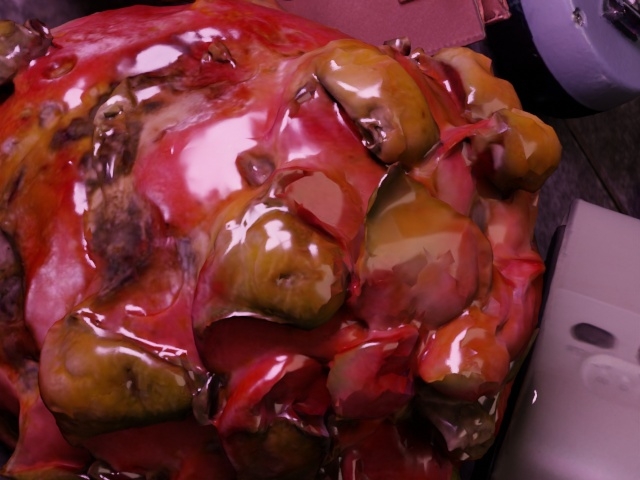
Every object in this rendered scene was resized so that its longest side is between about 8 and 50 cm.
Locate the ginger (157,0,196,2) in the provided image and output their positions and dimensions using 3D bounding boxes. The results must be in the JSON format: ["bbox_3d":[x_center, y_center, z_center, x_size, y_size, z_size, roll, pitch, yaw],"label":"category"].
[{"bbox_3d":[-0.082,-0.172,0.727,0.162,0.073,0.103,10,36,-24],"label":"ginger"}]

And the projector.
[{"bbox_3d":[0.219,0.151,0.765,0.248,0.249,0.248,-60,166,-51],"label":"projector"}]

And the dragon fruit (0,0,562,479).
[{"bbox_3d":[0.000,0.000,0.644,0.314,0.263,0.296,3,79,-46],"label":"dragon fruit"}]

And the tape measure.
[{"bbox_3d":[0.205,-0.188,1.019,0.182,0.107,0.181,20,61,-45],"label":"tape measure"}]

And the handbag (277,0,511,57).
[{"bbox_3d":[0.015,-0.207,0.782,0.059,0.157,0.212,-40,110,-43],"label":"handbag"}]
